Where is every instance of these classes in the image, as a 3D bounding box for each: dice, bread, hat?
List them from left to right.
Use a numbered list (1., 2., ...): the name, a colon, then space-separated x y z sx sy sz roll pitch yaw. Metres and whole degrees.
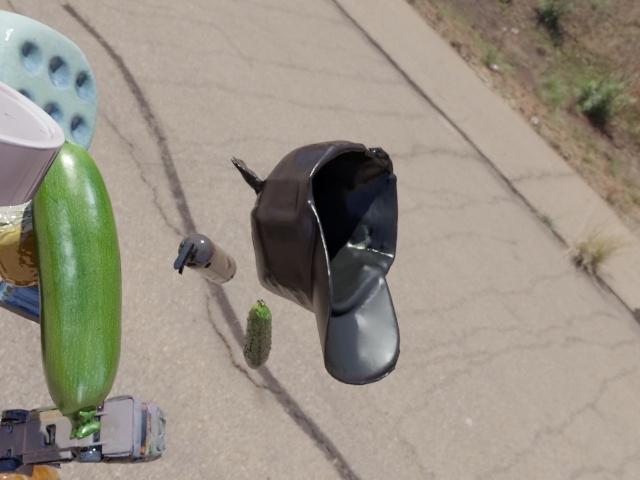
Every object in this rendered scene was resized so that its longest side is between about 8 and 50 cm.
1. dice: -0.622 -0.277 1.280 0.268 0.263 0.264 25 68 -67
2. bread: -0.406 0.009 0.917 0.106 0.125 0.082 -25 56 -32
3. hat: -0.024 0.022 0.826 0.238 0.209 0.336 50 37 -45

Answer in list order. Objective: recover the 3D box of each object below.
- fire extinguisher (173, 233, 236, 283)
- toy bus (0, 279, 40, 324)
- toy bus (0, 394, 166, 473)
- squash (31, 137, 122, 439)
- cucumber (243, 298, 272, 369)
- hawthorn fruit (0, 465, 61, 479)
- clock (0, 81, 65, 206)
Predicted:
1. fire extinguisher: -0.235 0.043 1.317 0.072 0.089 0.267 20 -9 10
2. toy bus: -0.587 0.052 1.375 0.116 0.133 0.234 32 18 -29
3. toy bus: -0.425 0.333 1.106 0.138 0.317 0.112 47 38 -63
4. squash: -0.313 0.054 0.847 0.107 0.107 0.395 0 84 -46
5. cucumber: -0.140 0.211 1.467 0.069 0.227 0.069 5 44 -5
6. hawthorn fruit: -0.723 0.629 1.532 0.298 0.277 0.277 39 31 12
7. clock: -0.343 -0.112 0.599 0.197 0.068 0.197 32 11 -7
